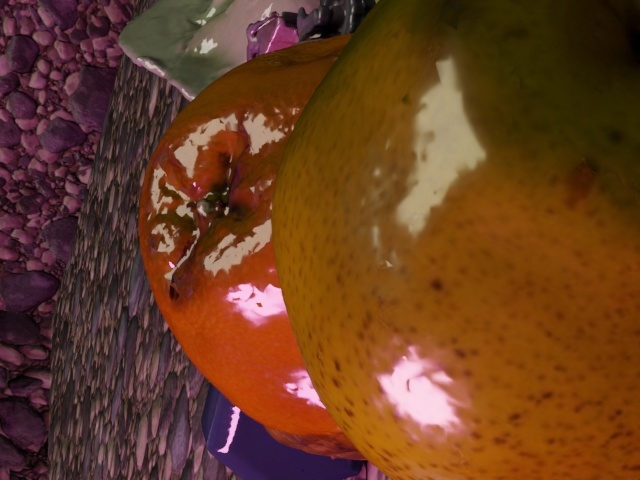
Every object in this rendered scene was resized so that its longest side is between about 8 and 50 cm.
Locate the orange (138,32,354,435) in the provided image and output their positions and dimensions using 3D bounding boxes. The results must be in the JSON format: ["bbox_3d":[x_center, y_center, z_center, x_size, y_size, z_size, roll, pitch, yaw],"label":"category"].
[{"bbox_3d":[0.000,0.000,0.848,0.249,0.183,0.249,0,90,52],"label":"orange"}]

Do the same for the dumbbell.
[{"bbox_3d":[-0.050,0.101,1.324,0.316,0.156,0.144,-120,13,-65],"label":"dumbbell"}]

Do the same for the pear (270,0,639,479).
[{"bbox_3d":[0.118,-0.011,0.629,0.294,0.294,0.294,-171,90,-73],"label":"pear"}]

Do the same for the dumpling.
[{"bbox_3d":[-0.019,-0.196,1.312,0.270,0.212,0.320,-42,11,3],"label":"dumpling"}]

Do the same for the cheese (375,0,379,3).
[{"bbox_3d":[0.088,-0.166,1.041,0.351,0.129,0.328,-165,81,-77],"label":"cheese"}]

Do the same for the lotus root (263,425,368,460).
[{"bbox_3d":[0.034,0.094,1.045,0.260,0.145,0.128,138,130,-63],"label":"lotus root"}]

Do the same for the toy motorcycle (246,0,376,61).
[{"bbox_3d":[-0.009,-0.106,1.019,0.212,0.084,0.118,147,125,-63],"label":"toy motorcycle"}]
